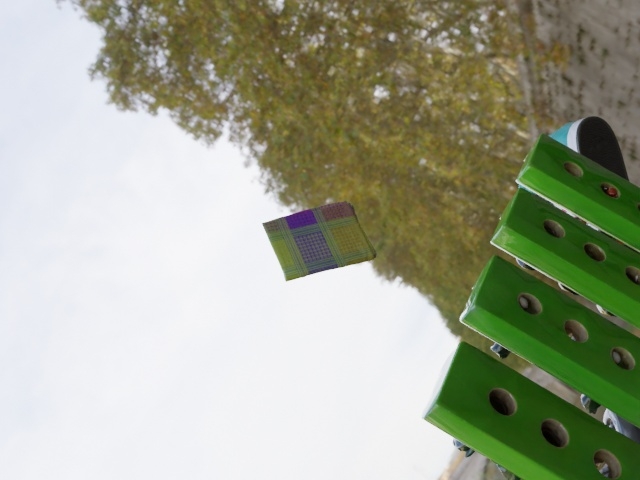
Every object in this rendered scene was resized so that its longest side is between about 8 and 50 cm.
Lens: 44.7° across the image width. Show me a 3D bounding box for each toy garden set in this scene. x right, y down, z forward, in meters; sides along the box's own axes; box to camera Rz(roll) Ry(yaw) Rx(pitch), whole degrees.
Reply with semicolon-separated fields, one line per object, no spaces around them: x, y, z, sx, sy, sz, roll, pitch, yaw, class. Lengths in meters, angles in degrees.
0.175;0.066;0.429;0.244;0.203;0.049;-55;-6;-46;toy garden set

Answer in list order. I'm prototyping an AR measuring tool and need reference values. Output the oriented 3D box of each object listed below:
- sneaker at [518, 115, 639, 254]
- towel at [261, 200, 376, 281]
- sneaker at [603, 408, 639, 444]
0.426;-0.051;1.315;0.123;0.296;0.178;-16;6;-23;sneaker
0.000;0.000;0.634;0.083;0.060;0.009;-14;-28;-21;towel
0.414;0.306;0.918;0.101;0.106;0.267;-99;-7;-70;sneaker
